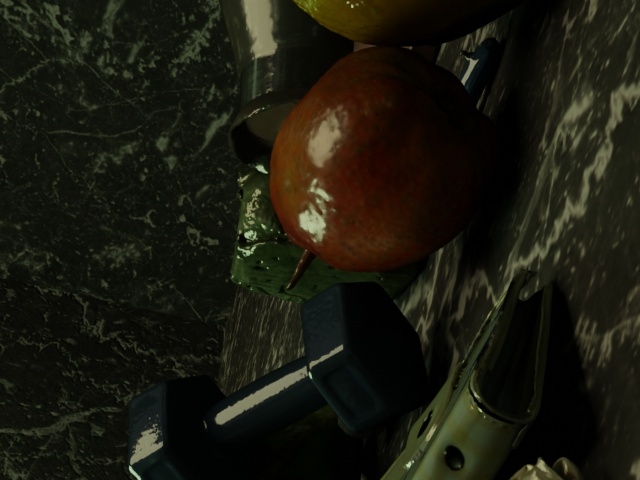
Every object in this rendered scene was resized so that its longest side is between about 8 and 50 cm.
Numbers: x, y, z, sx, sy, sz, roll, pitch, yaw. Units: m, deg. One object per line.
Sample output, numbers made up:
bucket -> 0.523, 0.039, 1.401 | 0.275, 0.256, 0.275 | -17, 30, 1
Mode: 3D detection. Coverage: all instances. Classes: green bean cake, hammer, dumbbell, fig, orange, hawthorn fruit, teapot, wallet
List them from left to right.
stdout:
dumbbell -> -0.049, 0.168, 1.323 | 0.325, 0.144, 0.160 | -29, 47, 26
fig -> -0.019, 0.282, 1.480 | 0.245, 0.195, 0.195 | -43, 1, -13
green bean cake -> 0.000, 0.000, 1.504 | 0.227, 0.222, 0.125 | 115, 166, -71
teapot -> 0.017, -0.284, 1.785 | 0.376, 0.305, 0.362 | -21, 60, 45
hawthorn fruit -> 0.040, -0.055, 1.227 | 0.262, 0.210, 0.210 | -44, 26, 31
orange -> 0.094, -0.286, 1.196 | 0.334, 0.262, 0.196 | 160, 102, -71
wallet -> 0.086, 0.182, 0.970 | 0.309, 0.077, 0.223 | -63, -7, 31
hammer -> 0.139, -0.128, 1.345 | 0.116, 0.069, 0.194 | -94, 26, -65

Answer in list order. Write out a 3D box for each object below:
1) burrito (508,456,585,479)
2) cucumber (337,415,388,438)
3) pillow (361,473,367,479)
burrito -> 0.118, 0.244, 0.879 | 0.275, 0.059, 0.082 | 112, 154, -50
cucumber -> 0.057, 0.172, 1.404 | 0.112, 0.064, 0.064 | 115, 165, -51
pillow -> 0.046, 0.317, 1.196 | 0.181, 0.078, 0.134 | -93, 17, -66
